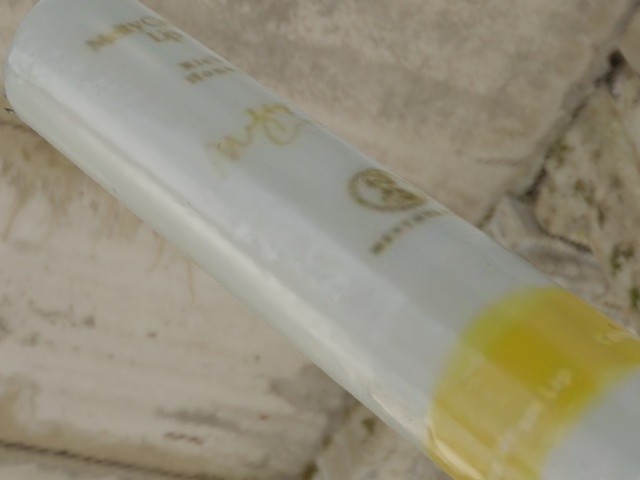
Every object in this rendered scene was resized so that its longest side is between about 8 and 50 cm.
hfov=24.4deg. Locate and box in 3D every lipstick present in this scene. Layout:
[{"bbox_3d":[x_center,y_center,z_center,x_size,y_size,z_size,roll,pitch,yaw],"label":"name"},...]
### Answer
[{"bbox_3d":[0.000,0.000,0.425,0.059,0.264,0.059,-29,-42,-30],"label":"lipstick"}]
